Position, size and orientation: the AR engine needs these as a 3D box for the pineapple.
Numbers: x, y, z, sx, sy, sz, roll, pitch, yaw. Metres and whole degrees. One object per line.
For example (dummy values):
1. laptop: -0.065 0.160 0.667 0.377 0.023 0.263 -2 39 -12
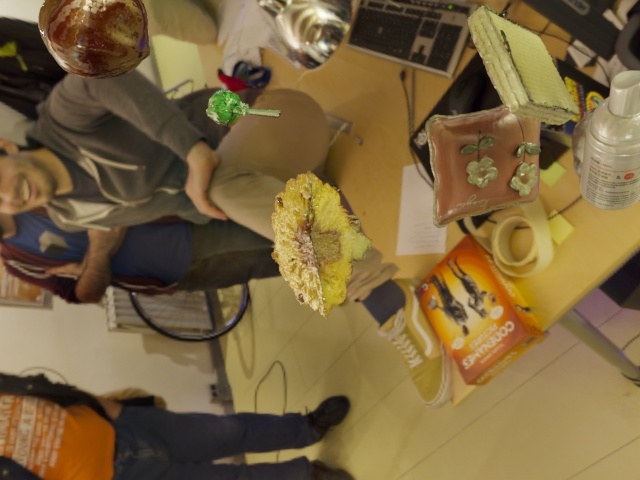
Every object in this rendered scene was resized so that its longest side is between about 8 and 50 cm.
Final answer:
1. pineapple: -0.001 -0.006 1.076 0.139 0.164 0.250 -3 105 46

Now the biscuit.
1. biscuit: 0.233 -0.193 0.669 0.040 0.199 0.121 -27 80 35

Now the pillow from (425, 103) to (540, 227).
1. pillow: 0.241 -0.112 0.848 0.075 0.179 0.172 -125 23 -64

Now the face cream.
1. face cream: 0.672 -0.237 1.312 0.145 0.370 0.145 -9 51 11

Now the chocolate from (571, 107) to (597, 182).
1. chocolate: 0.835 -0.208 1.610 0.303 0.303 0.213 -8 58 54

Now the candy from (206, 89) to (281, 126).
1. candy: -0.182 -0.322 1.446 0.323 0.097 0.097 20 98 51

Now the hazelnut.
1. hazelnut: -0.455 -0.430 1.202 0.229 0.229 0.230 -19 66 52
